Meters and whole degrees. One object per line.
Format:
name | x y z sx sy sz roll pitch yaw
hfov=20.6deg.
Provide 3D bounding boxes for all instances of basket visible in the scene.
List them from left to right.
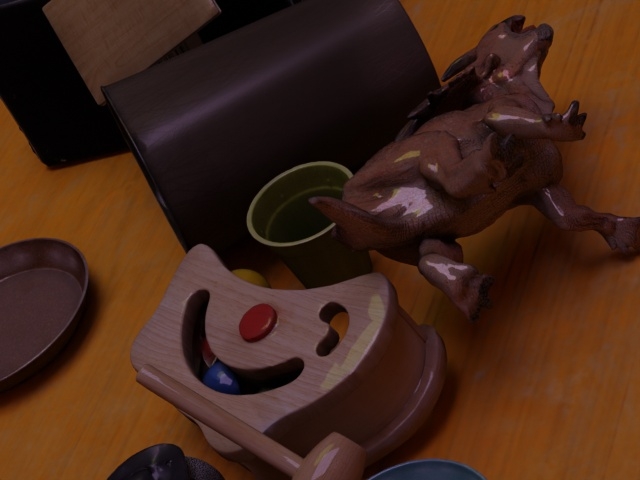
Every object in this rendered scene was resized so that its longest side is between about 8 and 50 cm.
basket | -0.032 -0.099 1.349 0.227 0.154 0.204 -28 16 -6

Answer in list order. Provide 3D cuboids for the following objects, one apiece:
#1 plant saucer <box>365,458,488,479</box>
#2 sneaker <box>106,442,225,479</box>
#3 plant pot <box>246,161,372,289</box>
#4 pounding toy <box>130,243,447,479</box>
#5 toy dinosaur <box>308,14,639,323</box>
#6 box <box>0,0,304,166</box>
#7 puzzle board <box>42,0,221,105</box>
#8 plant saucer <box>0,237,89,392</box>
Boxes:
plant saucer | 0.056 0.184 1.061 0.119 0.021 0.119 -18 37 14
sneaker | -0.068 0.198 1.057 0.269 0.101 0.153 -6 45 31
plant pot | 0.000 0.000 1.263 0.083 0.079 0.083 -15 41 14
pounding toy | -0.029 0.066 1.131 0.154 0.155 0.269 -47 38 -6
toy dinosaur | 0.082 -0.043 1.181 0.296 0.127 0.200 -25 28 -34
box | -0.125 -0.249 1.557 0.296 0.182 0.294 -11 39 22
puzzle board | -0.149 -0.181 1.389 0.128 0.011 0.096 -35 77 19
plant saucer | -0.253 0.067 1.397 0.168 0.029 0.168 -17 38 14
